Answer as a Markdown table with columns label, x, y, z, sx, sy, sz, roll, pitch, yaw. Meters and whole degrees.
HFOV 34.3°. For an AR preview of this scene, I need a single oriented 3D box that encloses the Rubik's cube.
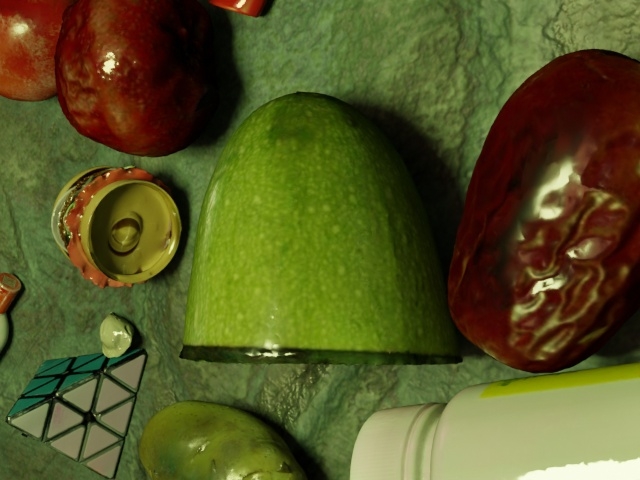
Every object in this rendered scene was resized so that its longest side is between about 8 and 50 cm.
| label | x | y | z | sx | sy | sz | roll | pitch | yaw |
| --- | --- | --- | --- | --- | --- | --- | --- | --- | --- |
| Rubik's cube | -0.303 | 0.231 | 1.490 | 0.178 | 0.211 | 0.190 | -35 | 107 | 9 |

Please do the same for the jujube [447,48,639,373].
| label | x | y | z | sx | sy | sz | roll | pitch | yaw |
| --- | --- | --- | --- | --- | --- | --- | --- | --- | --- |
| jujube | 0.246 | -0.029 | 1.013 | 0.223 | 0.223 | 0.318 | 32 | 110 | 27 |

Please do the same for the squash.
| label | x | y | z | sx | sy | sz | roll | pitch | yaw |
| --- | --- | --- | --- | --- | --- | --- | --- | --- | --- |
| squash | 0.007 | -0.017 | 1.141 | 0.310 | 0.310 | 0.308 | -1 | 84 | 33 |

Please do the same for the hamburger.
| label | x | y | z | sx | sy | sz | roll | pitch | yaw |
| --- | --- | --- | --- | --- | --- | --- | --- | --- | --- |
| hamburger | -0.284 | -0.026 | 1.393 | 0.137 | 0.175 | 0.175 | 19 | 104 | 43 |

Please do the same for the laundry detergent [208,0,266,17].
| label | x | y | z | sx | sy | sz | roll | pitch | yaw |
| --- | --- | --- | --- | --- | --- | --- | --- | --- | --- |
| laundry detergent | -0.090 | -0.370 | 1.308 | 0.097 | 0.049 | 0.165 | 25 | 104 | 33 |

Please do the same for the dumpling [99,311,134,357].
| label | x | y | z | sx | sy | sz | roll | pitch | yaw |
| --- | --- | --- | --- | --- | --- | --- | --- | --- | --- |
| dumpling | -0.293 | 0.138 | 1.472 | 0.077 | 0.043 | 0.059 | 34 | 105 | 27 |

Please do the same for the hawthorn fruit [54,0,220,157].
| label | x | y | z | sx | sy | sz | roll | pitch | yaw |
| --- | --- | --- | --- | --- | --- | --- | --- | --- | --- |
| hawthorn fruit | -0.250 | -0.215 | 1.338 | 0.266 | 0.210 | 0.230 | -8 | 102 | 47 |

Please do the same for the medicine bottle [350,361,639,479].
| label | x | y | z | sx | sy | sz | roll | pitch | yaw |
| --- | --- | --- | --- | --- | --- | --- | --- | --- | --- |
| medicine bottle | 0.235 | 0.240 | 1.036 | 0.379 | 0.213 | 0.213 | -14 | 86 | 32 |

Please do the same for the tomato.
| label | x | y | z | sx | sy | sz | roll | pitch | yaw |
| --- | --- | --- | --- | --- | --- | --- | --- | --- | --- |
| tomato | -0.408 | -0.279 | 1.461 | 0.187 | 0.151 | 0.187 | 4 | 99 | 29 |

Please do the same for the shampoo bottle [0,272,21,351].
| label | x | y | z | sx | sy | sz | roll | pitch | yaw |
| --- | --- | --- | --- | --- | --- | --- | --- | --- | --- |
| shampoo bottle | -0.537 | 0.141 | 1.628 | 0.108 | 0.051 | 0.221 | 49 | 117 | 23 |

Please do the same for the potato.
| label | x | y | z | sx | sy | sz | roll | pitch | yaw |
| --- | --- | --- | --- | --- | --- | --- | --- | --- | --- |
| potato | -0.127 | 0.297 | 1.317 | 0.248 | 0.143 | 0.169 | 25 | 96 | 30 |
